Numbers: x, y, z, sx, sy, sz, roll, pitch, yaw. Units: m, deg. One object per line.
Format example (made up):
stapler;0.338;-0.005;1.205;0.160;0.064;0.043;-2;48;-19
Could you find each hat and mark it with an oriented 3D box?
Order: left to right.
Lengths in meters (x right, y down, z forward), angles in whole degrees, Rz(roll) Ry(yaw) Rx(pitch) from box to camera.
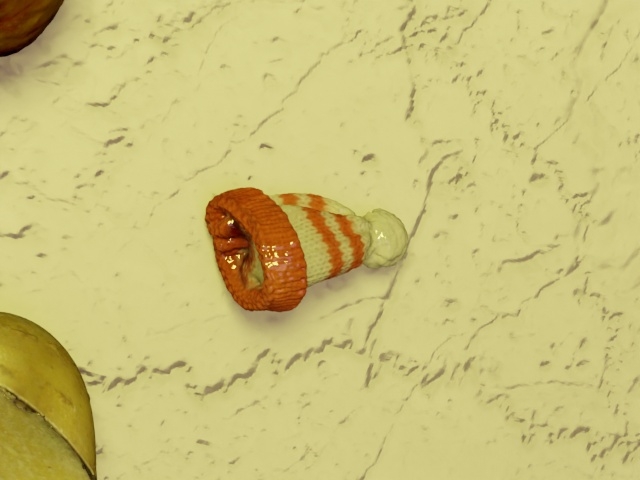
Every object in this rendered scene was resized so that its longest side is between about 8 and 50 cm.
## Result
hat;0.000;0.000;1.242;0.162;0.112;0.093;-14;134;-27

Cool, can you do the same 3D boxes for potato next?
potato;-0.233;0.125;1.166;0.202;0.182;0.117;54;39;-29

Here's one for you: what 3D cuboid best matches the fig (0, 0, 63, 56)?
fig;-0.208;-0.249;1.068;0.290;0.190;0.190;-42;113;-25
